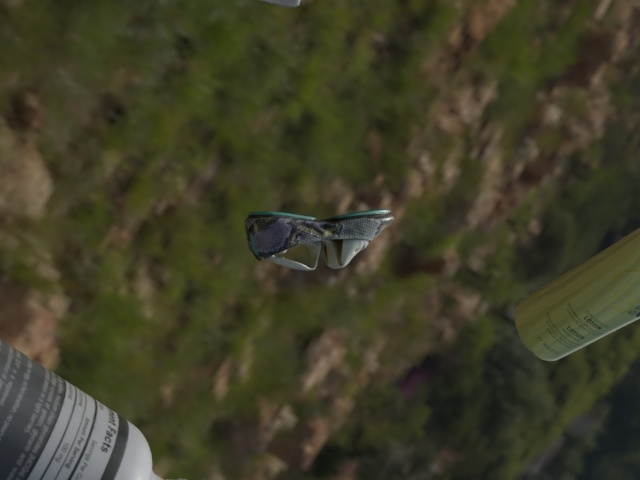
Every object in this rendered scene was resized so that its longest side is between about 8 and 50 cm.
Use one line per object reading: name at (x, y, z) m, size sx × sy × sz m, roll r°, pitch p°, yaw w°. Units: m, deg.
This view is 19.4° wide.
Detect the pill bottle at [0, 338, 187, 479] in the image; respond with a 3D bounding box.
pill bottle at (-0.279, 0.210, 1.628) m, size 0.210 × 0.363 × 0.210 m, roll -49°, pitch -163°, yaw 20°

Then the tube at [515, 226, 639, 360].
tube at (0.258, 0.028, 1.520) m, size 0.070 × 0.062 × 0.240 m, roll -7°, pitch 161°, yaw -44°

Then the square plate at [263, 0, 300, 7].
square plate at (-0.177, -0.328, 1.371) m, size 0.347 × 0.344 × 0.049 m, roll 86°, pitch 23°, yaw -61°

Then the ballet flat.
ballet flat at (0.000, 0.000, 1.211) m, size 0.114 × 0.041 × 0.041 m, roll -2°, pitch 127°, yaw -37°
